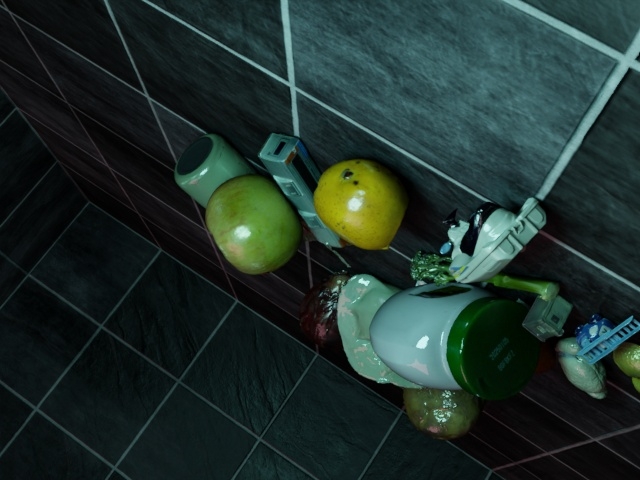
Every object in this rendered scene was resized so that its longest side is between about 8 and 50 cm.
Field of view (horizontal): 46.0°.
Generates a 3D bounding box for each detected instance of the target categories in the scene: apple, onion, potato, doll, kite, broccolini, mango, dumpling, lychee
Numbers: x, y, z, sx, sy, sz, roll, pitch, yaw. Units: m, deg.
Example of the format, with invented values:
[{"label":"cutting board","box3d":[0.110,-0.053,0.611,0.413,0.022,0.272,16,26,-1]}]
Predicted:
[{"label":"apple","box3d":[-0.154,-0.041,1.783,0.261,0.193,0.261,60,-175,-8]},{"label":"onion","box3d":[0.073,0.233,2.296,0.281,0.281,0.221,40,-153,-15]},{"label":"potato","box3d":[0.367,0.498,2.382,0.301,0.237,0.288,42,163,-19]},{"label":"doll","box3d":[0.574,0.282,1.653,0.103,0.072,0.214,14,150,49]},{"label":"kite","box3d":[0.001,-0.001,2.131,0.250,0.012,0.229,40,164,-20]},{"label":"broccolini","box3d":[0.325,0.082,1.586,0.078,0.074,0.392,36,167,-28]},{"label":"mango","box3d":[0.079,-0.071,1.538,0.191,0.160,0.290,27,172,7]},{"label":"dumpling","box3d":[0.218,0.252,2.093,0.320,0.211,0.270,41,133,35]},{"label":"lychee","box3d":[0.475,0.260,1.721,0.114,0.101,0.140,-4,149,-11]}]

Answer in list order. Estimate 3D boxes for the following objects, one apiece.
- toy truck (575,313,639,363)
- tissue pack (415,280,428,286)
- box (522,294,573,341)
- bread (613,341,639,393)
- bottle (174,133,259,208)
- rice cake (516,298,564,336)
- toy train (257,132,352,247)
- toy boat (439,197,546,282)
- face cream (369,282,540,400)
[{"label":"toy truck","box3d":[0.549,0.174,1.438,0.063,0.074,0.136,36,123,-7]},{"label":"tissue pack","box3d":[0.257,0.208,1.931,0.122,0.193,0.026,33,-159,12]},{"label":"box","box3d":[0.457,0.149,1.506,0.060,0.085,0.063,37,156,-2]},{"label":"bread","box3d":[0.648,0.261,1.470,0.149,0.065,0.187,45,164,-13]},{"label":"bottle","box3d":[-0.212,-0.114,1.972,0.168,0.169,0.347,14,156,52]},{"label":"rice cake","box3d":[0.473,0.168,1.632,0.121,0.022,0.022,36,169,5]},{"label":"toy train","box3d":[-0.018,-0.093,1.777,0.086,0.089,0.409,18,156,34]},{"label":"toy boat","box3d":[0.289,-0.001,1.337,0.140,0.141,0.269,38,166,-7]},{"label":"face cream","box3d":[0.287,0.212,1.664,0.357,0.312,0.220,8,107,63]}]
